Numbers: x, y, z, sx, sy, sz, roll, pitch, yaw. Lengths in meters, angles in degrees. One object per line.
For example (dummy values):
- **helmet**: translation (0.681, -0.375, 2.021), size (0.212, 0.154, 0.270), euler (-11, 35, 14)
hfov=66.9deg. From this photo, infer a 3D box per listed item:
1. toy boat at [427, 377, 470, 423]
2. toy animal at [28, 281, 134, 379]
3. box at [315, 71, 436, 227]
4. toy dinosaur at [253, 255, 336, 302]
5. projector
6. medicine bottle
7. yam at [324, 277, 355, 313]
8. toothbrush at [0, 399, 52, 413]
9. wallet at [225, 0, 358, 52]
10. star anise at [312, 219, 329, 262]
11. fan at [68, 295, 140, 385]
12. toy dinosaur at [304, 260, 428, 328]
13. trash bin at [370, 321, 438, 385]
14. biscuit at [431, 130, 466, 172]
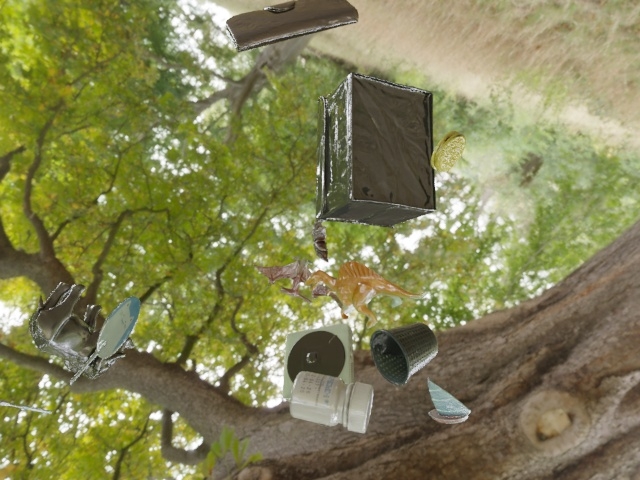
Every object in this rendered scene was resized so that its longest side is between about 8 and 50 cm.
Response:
- **toy boat**: translation (0.275, 0.356, 1.071), size (0.122, 0.096, 0.034), euler (65, -150, -29)
- **toy animal**: translation (-0.500, 0.196, 1.018), size (0.245, 0.114, 0.146), euler (43, -130, -34)
- **box**: translation (0.139, -0.224, 1.258), size (0.251, 0.345, 0.204), euler (5, 168, -25)
- **toy dinosaur**: translation (-0.051, 0.089, 1.133), size (0.220, 0.108, 0.032), euler (20, -162, -4)
- **projector**: translation (-0.005, 0.446, 1.759), size (0.079, 0.259, 0.257), euler (54, -151, -47)
- **medicine bottle**: translation (0.025, 0.350, 1.057), size (0.168, 0.105, 0.105), euler (8, -173, 14)
- **yam**: translation (0.077, 0.188, 1.689), size (0.084, 0.084, 0.127), euler (28, -164, -48)
- **toothbrush**: translation (-0.816, 0.463, 1.344), size (0.014, 0.011, 0.167), euler (38, 173, 35)
- **wallet**: translation (-0.075, -0.539, 1.180), size (0.042, 0.309, 0.165), euler (82, 166, -50)
- **star anise**: translation (-0.001, -0.001, 1.398), size (0.141, 0.042, 0.141), euler (175, 90, -86)
- **fan**: translation (-0.351, 0.165, 0.796), size (0.005, 0.113, 0.175), euler (22, -135, 7)
- **toy dinosaur**: translation (0.082, 0.080, 0.892), size (0.142, 0.212, 0.057), euler (52, -147, -4)
- **trash bin**: translation (0.265, 0.332, 1.481), size (0.161, 0.175, 0.175), euler (-15, -128, -32)
- **biscuit**: translation (0.252, -0.173, 0.949), size (0.023, 0.084, 0.084), euler (40, -171, 35)
